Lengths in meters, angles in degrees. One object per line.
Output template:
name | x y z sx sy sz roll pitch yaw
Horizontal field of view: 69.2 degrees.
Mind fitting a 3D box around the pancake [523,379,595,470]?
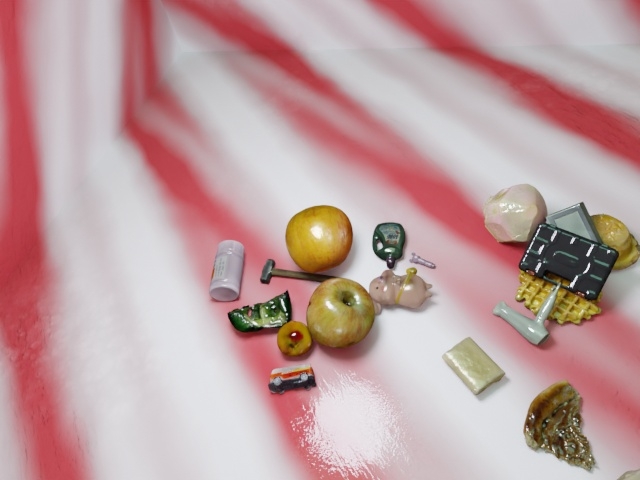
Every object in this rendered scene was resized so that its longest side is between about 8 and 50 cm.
pancake | 0.776 0.593 1.467 0.266 0.057 0.244 -30 53 -13

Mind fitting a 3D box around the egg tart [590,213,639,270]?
egg tart | 1.118 -0.006 1.844 0.288 0.118 0.288 -4 53 5

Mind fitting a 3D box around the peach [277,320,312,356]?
peach | -0.098 0.375 1.786 0.138 0.138 0.138 -6 51 7

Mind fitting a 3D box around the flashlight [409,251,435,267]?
flashlight | 0.433 0.088 1.963 0.110 0.052 0.031 23 24 20

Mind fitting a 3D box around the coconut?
coconut | 0.784 -0.107 1.872 0.233 0.245 0.233 0 83 -4

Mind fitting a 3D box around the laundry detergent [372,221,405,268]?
laundry detergent | 0.293 0.026 2.016 0.144 0.078 0.222 1 54 15

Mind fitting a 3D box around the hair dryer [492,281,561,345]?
hair dryer | 0.781 0.235 1.694 0.237 0.075 0.206 -54 49 8

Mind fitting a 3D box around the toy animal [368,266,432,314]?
toy animal | 0.315 0.192 1.835 0.248 0.149 0.165 -2 34 19

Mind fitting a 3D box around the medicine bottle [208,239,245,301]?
medicine bottle | -0.407 0.131 2.041 0.133 0.133 0.250 -4 52 9

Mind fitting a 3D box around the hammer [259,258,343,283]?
hammer | -0.081 0.154 2.014 0.365 0.043 0.111 6 53 15

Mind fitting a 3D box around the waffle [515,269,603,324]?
waffle | 0.899 0.187 1.763 0.309 0.065 0.283 -5 51 6

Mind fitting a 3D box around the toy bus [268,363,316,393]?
toy bus | -0.105 0.508 1.714 0.174 0.079 0.077 -10 42 5

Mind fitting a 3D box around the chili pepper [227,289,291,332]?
chili pepper | -0.240 0.307 1.892 0.264 0.116 0.148 -13 62 2

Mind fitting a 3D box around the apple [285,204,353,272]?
apple | 0.000 0.000 1.963 0.299 0.299 0.275 -15 68 0

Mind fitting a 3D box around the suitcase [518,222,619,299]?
suitcase | 0.909 0.074 1.712 0.285 0.066 0.206 27 95 29

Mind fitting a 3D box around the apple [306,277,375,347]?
apple | 0.069 0.282 1.754 0.264 0.264 0.264 -6 51 7

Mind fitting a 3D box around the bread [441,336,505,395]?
bread | 0.536 0.441 1.637 0.139 0.060 0.178 -28 51 -12

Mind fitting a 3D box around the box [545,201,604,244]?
box | 0.979 -0.017 1.772 0.086 0.129 0.225 -17 82 -51

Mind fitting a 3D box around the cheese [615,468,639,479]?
cheese | 0.826 0.775 1.241 0.247 0.174 0.251 -16 55 -3
